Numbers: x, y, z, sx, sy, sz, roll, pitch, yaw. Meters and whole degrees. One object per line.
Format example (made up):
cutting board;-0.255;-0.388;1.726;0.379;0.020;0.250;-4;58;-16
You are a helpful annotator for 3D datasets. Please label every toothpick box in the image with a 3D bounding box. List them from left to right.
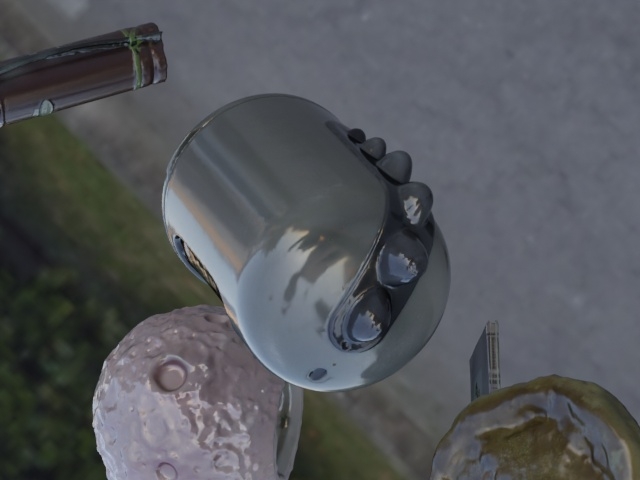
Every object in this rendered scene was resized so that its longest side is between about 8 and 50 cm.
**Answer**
toothpick box;0.000;0.000;1.572;0.229;0.229;0.316;53;177;-33

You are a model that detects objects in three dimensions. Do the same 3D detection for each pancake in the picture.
pancake;0.188;0.223;1.519;0.042;0.222;0.236;15;-173;-43

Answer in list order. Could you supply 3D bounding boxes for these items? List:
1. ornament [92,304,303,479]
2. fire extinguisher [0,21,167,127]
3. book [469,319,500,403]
ornament;-0.143;0.197;1.953;0.225;0.259;0.259;5;154;10
fire extinguisher;-0.179;-0.106;1.130;0.043;0.158;0.064;65;158;16
book;0.162;0.183;1.683;0.014;0.181;0.127;2;159;-3
